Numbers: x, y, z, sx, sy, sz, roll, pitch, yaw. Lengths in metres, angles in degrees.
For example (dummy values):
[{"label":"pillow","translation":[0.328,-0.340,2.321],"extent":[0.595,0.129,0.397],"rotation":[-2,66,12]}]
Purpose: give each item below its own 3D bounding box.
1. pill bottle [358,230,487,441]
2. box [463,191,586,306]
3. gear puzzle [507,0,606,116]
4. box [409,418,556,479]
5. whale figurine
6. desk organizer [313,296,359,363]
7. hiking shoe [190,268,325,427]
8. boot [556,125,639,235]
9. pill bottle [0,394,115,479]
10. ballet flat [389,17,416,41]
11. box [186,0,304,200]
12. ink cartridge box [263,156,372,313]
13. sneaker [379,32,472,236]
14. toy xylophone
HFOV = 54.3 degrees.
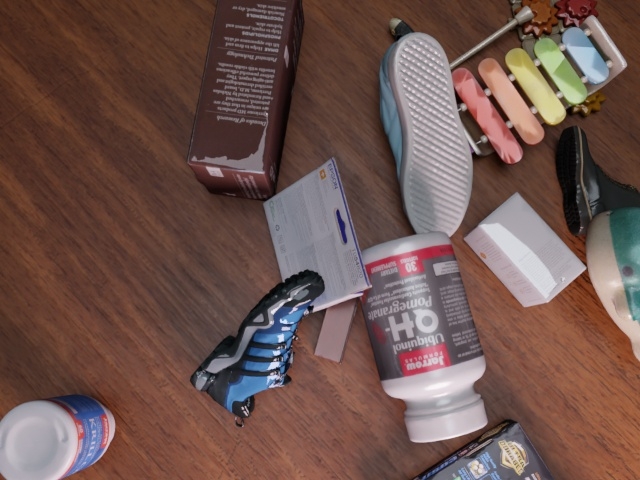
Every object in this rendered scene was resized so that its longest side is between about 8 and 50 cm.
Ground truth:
[{"label":"pill bottle","translation":[0.170,0.158,1.040],"extent":[0.176,0.176,0.318],"rotation":[-14,80,-2]},{"label":"box","translation":[0.349,0.020,1.086],"extent":[0.091,0.130,0.170],"rotation":[-39,82,-5]},{"label":"gear puzzle","translation":[0.465,-0.398,1.203],"extent":[0.175,0.044,0.339],"rotation":[-11,80,-1]},{"label":"box","translation":[0.280,0.500,1.030],"extent":[0.293,0.073,0.295],"rotation":[-31,80,-5]},{"label":"whale figurine","translation":[0.543,0.073,1.040],"extent":[0.141,0.216,0.272],"rotation":[-18,100,32]},{"label":"desk organizer","translation":[0.030,0.150,1.110],"extent":[0.050,0.047,0.130],"rotation":[15,80,6]},{"label":"hiking shoe","translation":[-0.081,0.175,1.057],"extent":[0.132,0.113,0.304],"rotation":[43,110,-2]},{"label":"boot","translation":[0.516,-0.114,1.144],"extent":[0.137,0.077,0.198],"rotation":[-6,93,-5]},{"label":"pill bottle","translation":[-0.409,0.311,0.998],"extent":[0.124,0.221,0.124],"rotation":[0,80,1]},{"label":"ballet flat","translation":[0.176,-0.353,1.193],"extent":[0.049,0.057,0.173],"rotation":[-30,80,0]},{"label":"box","translation":[-0.124,-0.280,1.117],"extent":[0.143,0.191,0.381],"rotation":[10,80,3]},{"label":"ink cartridge box","translation":[0.000,0.000,1.062],"extent":[0.045,0.224,0.223],"rotation":[-7,78,-38]},{"label":"sneaker","translation":[0.183,-0.183,1.138],"extent":[0.135,0.150,0.366],"rotation":[-8,102,-9]},{"label":"toy xylophone","translation":[0.368,-0.296,1.151],"extent":[0.322,0.081,0.236],"rotation":[-39,80,5]}]
